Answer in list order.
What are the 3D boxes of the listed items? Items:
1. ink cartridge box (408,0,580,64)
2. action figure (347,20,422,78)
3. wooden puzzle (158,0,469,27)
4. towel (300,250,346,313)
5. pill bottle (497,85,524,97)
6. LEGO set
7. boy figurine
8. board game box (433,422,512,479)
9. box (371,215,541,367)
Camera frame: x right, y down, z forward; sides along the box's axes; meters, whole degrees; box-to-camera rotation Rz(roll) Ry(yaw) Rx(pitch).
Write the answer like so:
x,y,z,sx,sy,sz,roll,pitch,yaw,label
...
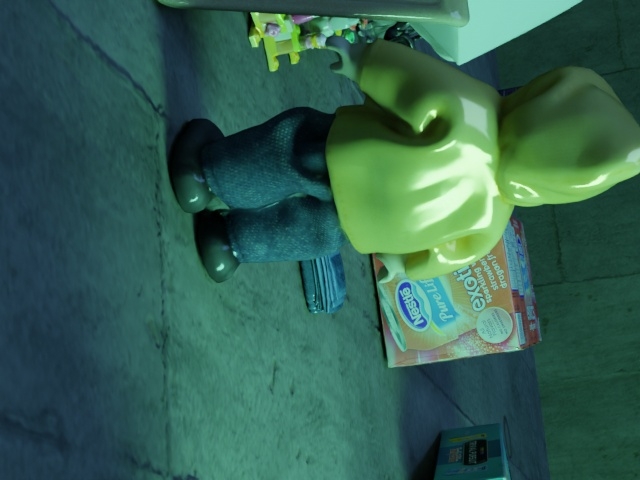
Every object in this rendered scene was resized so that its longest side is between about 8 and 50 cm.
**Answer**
x,y,z,sx,sy,sz,roll,pitch,yaw,label
0.104,-0.393,1.185,0.279,0.160,0.385,54,-16,33,ink cartridge box
0.089,-0.285,1.471,0.276,0.141,0.164,-52,132,-51,action figure
-0.014,-0.252,0.921,0.044,0.238,0.221,148,-60,-61,wooden puzzle
0.000,0.000,1.129,0.067,0.029,0.119,-18,98,-78,towel
0.159,-0.106,1.511,0.108,0.193,0.108,-9,90,-76,pill bottle
0.001,-0.210,1.100,0.287,0.107,0.132,56,28,-61,LEGO set
0.053,-0.053,0.834,0.092,0.285,0.177,-80,154,-54,boy figurine
0.185,0.356,1.496,0.336,0.079,0.254,-15,96,-83,board game box
0.157,0.053,1.512,0.300,0.142,0.154,7,75,-77,box
